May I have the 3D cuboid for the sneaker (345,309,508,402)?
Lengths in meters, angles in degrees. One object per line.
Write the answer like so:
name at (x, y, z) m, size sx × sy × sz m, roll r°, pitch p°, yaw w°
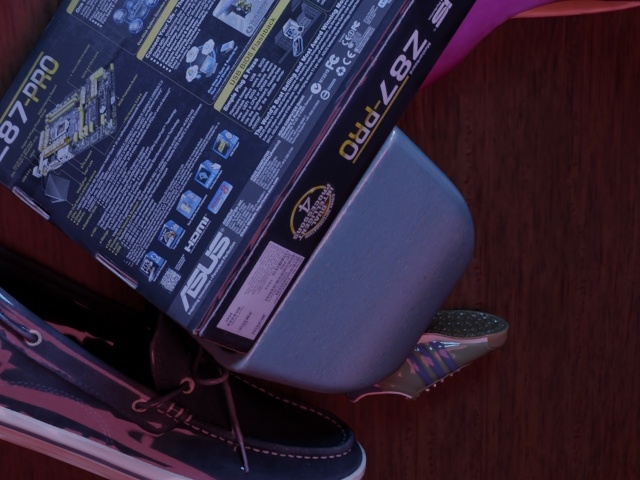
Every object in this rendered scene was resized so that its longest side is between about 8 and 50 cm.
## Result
sneaker at (0.106, 0.128, 1.527) m, size 0.192 × 0.064 × 0.086 m, roll -4°, pitch 117°, yaw -21°

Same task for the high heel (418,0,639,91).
high heel at (0.199, -0.205, 1.405) m, size 0.377 × 0.127 × 0.181 m, roll -42°, pitch 108°, yaw -9°

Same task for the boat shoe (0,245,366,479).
boat shoe at (-0.160, 0.129, 1.346) m, size 0.500 × 0.187 × 0.156 m, roll 22°, pitch 104°, yaw -22°

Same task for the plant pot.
plant pot at (0.000, 0.000, 1.340) m, size 0.252 × 0.247 × 0.248 m, roll 30°, pitch 94°, yaw -46°

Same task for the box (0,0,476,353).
box at (-0.083, -0.153, 1.204) m, size 0.395 × 0.318 × 0.097 m, roll -58°, pitch 150°, yaw 3°
